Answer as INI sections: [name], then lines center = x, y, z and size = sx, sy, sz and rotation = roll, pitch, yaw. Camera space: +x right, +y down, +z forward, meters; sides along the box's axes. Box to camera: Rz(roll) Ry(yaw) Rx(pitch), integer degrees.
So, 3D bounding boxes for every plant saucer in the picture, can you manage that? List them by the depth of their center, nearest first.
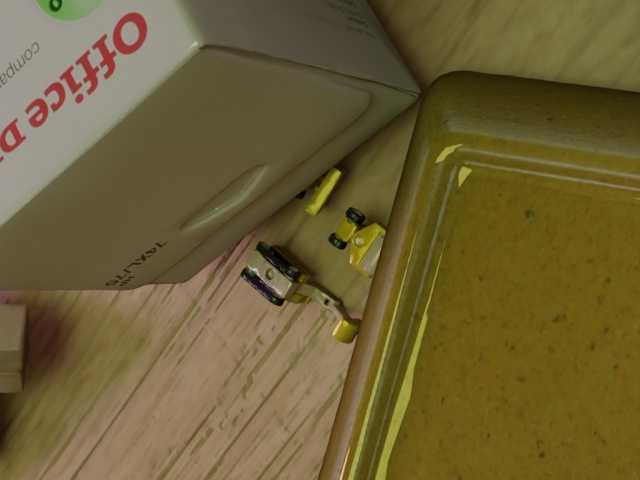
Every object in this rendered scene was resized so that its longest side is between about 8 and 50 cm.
[plant saucer]
center = 0.135, 0.088, 0.501
size = 0.333, 0.081, 0.332
rotation = 12, 84, 33

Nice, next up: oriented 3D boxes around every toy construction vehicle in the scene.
[toy construction vehicle]
center = 0.000, 0.000, 0.680
size = 0.098, 0.035, 0.086
rotation = 37, 108, 26

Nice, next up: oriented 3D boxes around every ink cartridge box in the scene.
[ink cartridge box]
center = -0.123, -0.135, 0.622
size = 0.198, 0.197, 0.270
rotation = -37, 71, 25

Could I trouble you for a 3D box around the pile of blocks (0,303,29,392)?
[pile of blocks]
center = -0.329, 0.129, 0.838
size = 0.362, 0.149, 0.112
rotation = -29, 38, 18
